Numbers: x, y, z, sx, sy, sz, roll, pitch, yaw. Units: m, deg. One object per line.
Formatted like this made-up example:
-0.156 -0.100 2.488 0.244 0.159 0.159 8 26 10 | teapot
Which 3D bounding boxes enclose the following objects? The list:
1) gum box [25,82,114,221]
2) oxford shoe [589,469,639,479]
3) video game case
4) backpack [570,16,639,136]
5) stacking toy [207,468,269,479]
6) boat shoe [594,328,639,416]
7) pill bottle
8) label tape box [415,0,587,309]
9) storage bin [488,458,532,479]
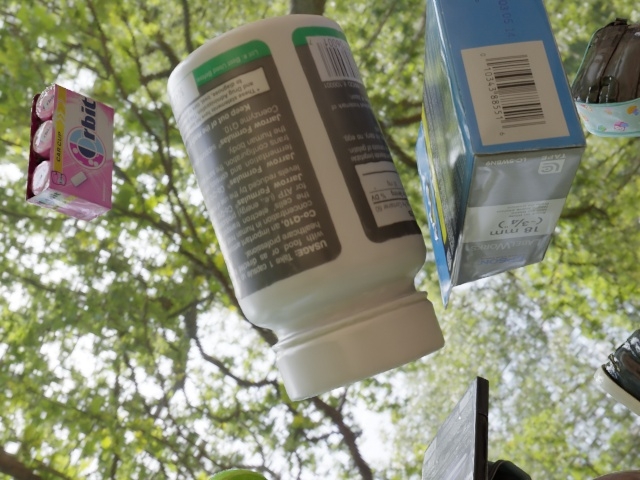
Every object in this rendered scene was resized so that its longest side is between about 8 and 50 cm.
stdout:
-0.372 -0.135 1.212 0.107 0.062 0.188 22 -126 -46 | gum box
0.189 0.177 0.407 0.364 0.130 0.132 39 -167 -39 | oxford shoe
0.183 0.350 1.138 0.026 0.196 0.274 21 -144 -4 | video game case
0.483 -0.241 1.251 0.166 0.188 0.144 8 141 43 | backpack
-0.129 0.437 1.025 0.130 0.279 0.309 0 149 48 | stacking toy
0.541 0.234 1.072 0.340 0.113 0.127 37 -161 33 | boat shoe
-0.012 -0.031 0.849 0.204 0.204 0.361 -9 -103 -56 | pill bottle
0.176 -0.102 0.876 0.106 0.333 0.240 -7 -118 1 | label tape box
0.234 0.387 1.213 0.098 0.135 0.091 39 162 -26 | storage bin
